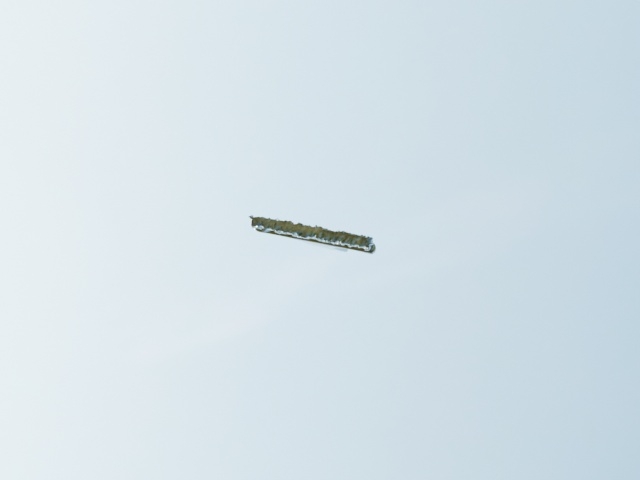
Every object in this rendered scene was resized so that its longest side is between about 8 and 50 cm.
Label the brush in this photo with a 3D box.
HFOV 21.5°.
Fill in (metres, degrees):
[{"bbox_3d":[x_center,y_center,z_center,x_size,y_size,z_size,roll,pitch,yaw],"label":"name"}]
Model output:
[{"bbox_3d":[0.000,0.000,1.189,0.205,0.083,0.011,41,59,-85],"label":"brush"}]
